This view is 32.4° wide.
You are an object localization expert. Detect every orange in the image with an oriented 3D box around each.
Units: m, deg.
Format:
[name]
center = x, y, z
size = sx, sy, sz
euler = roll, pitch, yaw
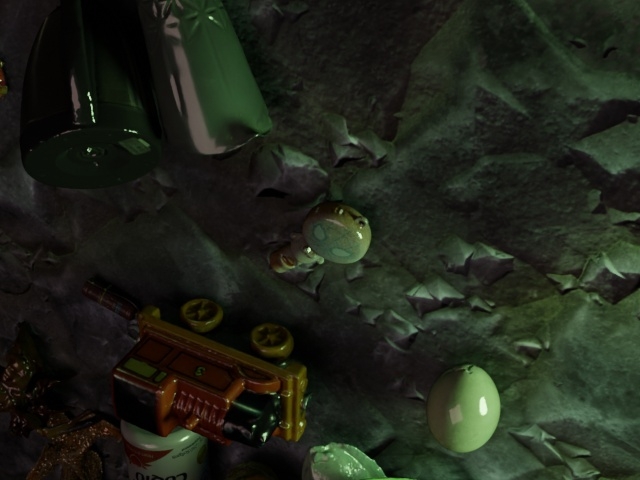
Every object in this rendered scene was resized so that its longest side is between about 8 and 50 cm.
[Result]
[orange]
center = -0.115, 0.481, 2.034
size = 0.134, 0.156, 0.156
euler = -5, 118, 10

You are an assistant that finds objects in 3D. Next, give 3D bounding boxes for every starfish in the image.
[starfish]
center = -0.544, 0.454, 2.317
size = 0.301, 0.084, 0.293
euler = 19, 126, 15

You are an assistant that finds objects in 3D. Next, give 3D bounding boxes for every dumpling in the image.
[dumpling]
center = 0.035, 0.443, 1.939
size = 0.149, 0.105, 0.217
euler = 21, 127, 22

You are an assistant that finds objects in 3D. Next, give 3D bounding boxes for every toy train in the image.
[toy train]
center = -0.197, 0.234, 1.863
size = 0.369, 0.231, 0.163
euler = 19, 131, 21

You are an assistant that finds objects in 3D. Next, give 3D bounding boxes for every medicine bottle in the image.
[medicine bottle]
center = -0.287, 0.439, 2.099
size = 0.157, 0.157, 0.289
euler = 14, 126, 24

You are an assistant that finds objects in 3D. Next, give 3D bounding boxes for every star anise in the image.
[star anise]
center = -0.566, 0.300, 2.176
size = 0.346, 0.148, 0.237
euler = 20, 103, 26

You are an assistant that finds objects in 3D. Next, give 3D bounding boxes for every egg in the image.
[egg]
center = 0.220, 0.257, 1.700
size = 0.114, 0.114, 0.152
euler = 14, 123, 23

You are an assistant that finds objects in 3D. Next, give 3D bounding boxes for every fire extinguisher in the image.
[fire extinguisher]
center = -0.373, 0.112, 2.019
size = 0.132, 0.039, 0.056
euler = 27, 139, 13

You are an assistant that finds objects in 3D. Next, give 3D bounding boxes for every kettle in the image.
[kettle]
center = -0.362, -0.244, 1.639
size = 0.207, 0.251, 0.271
euler = -19, 66, 23

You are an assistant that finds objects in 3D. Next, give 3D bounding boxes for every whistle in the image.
[whistle]
center = 0.000, 0.000, 1.708
size = 0.107, 0.057, 0.220
euler = 43, 138, -18

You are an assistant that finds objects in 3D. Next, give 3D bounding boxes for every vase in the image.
[vase]
center = -0.193, -0.286, 1.592
size = 0.251, 0.156, 0.301
euler = 12, 123, 56

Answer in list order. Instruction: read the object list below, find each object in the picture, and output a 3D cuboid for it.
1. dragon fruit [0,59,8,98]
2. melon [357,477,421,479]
[dragon fruit]
center = -0.595, -0.277, 1.879
size = 0.126, 0.068, 0.112
euler = -28, 100, 40
[melon]
center = 0.178, 0.547, 1.855
size = 0.343, 0.226, 0.331
euler = 5, 117, -14
